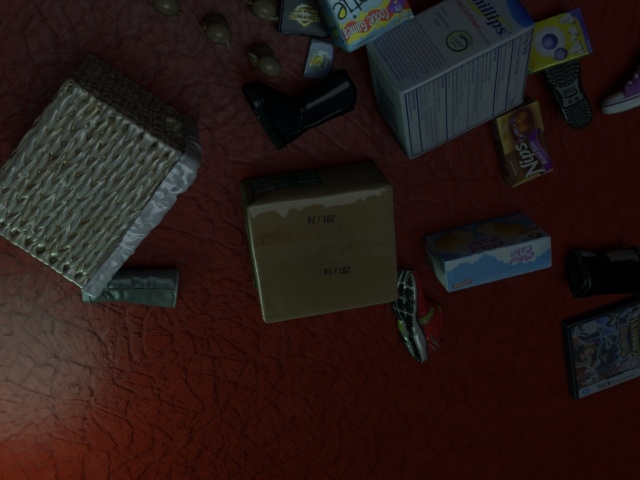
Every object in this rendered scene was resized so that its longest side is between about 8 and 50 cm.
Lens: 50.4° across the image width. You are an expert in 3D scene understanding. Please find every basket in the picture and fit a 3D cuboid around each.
[{"bbox_3d":[-0.422,-0.139,1.282,0.266,0.328,0.331,37,102,-23],"label":"basket"}]

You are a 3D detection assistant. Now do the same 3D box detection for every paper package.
[{"bbox_3d":[0.000,0.000,1.534,0.325,0.168,0.309,-9,115,-8],"label":"paper package"}]

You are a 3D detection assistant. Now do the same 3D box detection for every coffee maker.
[{"bbox_3d":[0.746,0.097,1.753,0.178,0.171,0.120,-5,132,-9],"label":"coffee maker"}]

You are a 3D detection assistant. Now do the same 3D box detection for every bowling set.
[{"bbox_3d":[-0.165,-0.459,1.288,0.287,0.154,0.200,22,108,-22],"label":"bowling set"}]

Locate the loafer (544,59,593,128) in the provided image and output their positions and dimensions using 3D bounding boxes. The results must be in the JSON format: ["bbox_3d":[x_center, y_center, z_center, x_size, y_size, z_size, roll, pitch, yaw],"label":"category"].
[{"bbox_3d":[0.552,-0.360,1.551,0.080,0.078,0.220,-18,102,9],"label":"loafer"}]

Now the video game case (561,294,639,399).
[{"bbox_3d":[0.822,0.307,1.944,0.248,0.035,0.274,-19,117,-4],"label":"video game case"}]

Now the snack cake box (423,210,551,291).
[{"bbox_3d":[0.401,0.025,1.648,0.264,0.152,0.089,-14,116,-7],"label":"snack cake box"}]

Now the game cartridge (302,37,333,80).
[{"bbox_3d":[-0.003,-0.383,1.440,0.056,0.017,0.083,6,113,-20],"label":"game cartridge"}]

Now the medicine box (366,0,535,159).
[{"bbox_3d":[0.263,-0.340,1.379,0.289,0.149,0.263,-28,156,-1],"label":"medicine box"}]

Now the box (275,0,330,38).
[{"bbox_3d":[0.027,-0.498,1.372,0.220,0.051,0.175,3,113,-14],"label":"box"}]

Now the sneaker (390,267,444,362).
[{"bbox_3d":[0.255,0.177,1.732,0.118,0.107,0.279,-27,122,-21],"label":"sneaker"}]

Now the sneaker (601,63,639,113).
[{"bbox_3d":[0.764,-0.414,1.576,0.282,0.102,0.161,-28,95,9],"label":"sneaker"}]

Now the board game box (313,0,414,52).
[{"bbox_3d":[0.042,-0.514,1.259,0.142,0.144,0.275,-28,116,0],"label":"board game box"}]

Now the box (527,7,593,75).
[{"bbox_3d":[0.488,-0.427,1.485,0.179,0.043,0.105,-18,91,10],"label":"box"}]

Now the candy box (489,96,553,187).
[{"bbox_3d":[0.471,-0.230,1.602,0.109,0.053,0.186,-23,116,-2],"label":"candy box"}]

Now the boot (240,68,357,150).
[{"bbox_3d":[-0.035,-0.292,1.378,0.207,0.094,0.246,-30,162,3],"label":"boot"}]

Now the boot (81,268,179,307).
[{"bbox_3d":[-0.423,0.074,1.521,0.209,0.076,0.189,5,128,-8],"label":"boot"}]
